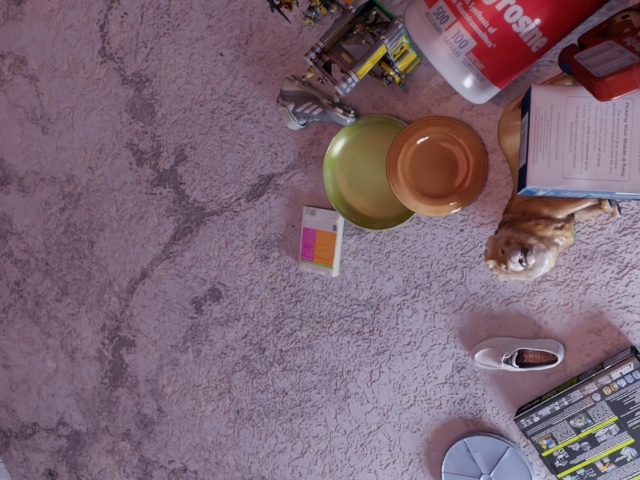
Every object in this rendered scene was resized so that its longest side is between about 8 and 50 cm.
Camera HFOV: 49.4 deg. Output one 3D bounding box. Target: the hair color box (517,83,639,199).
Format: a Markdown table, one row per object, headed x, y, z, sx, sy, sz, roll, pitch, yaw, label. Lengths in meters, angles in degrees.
| x | y | z | sx | sy | sz | roll | pitch | yaw | label |
| --- | --- | --- | --- | --- | --- | --- | --- | --- | --- |
| 0.506 | -0.153 | 1.128 | 0.347 | 0.105 | 0.173 | 4 | 88 | 8 | hair color box |

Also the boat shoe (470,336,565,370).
| x | y | z | sx | sy | sz | roll | pitch | yaw | label |
| --- | --- | --- | --- | --- | --- | --- | --- | --- | --- |
| 0.386 | 0.231 | 1.378 | 0.184 | 0.063 | 0.066 | 0 | 98 | 25 | boat shoe |

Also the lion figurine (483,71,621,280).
| x | y | z | sx | sy | sz | roll | pitch | yaw | label |
| --- | --- | --- | --- | --- | --- | --- | --- | --- | --- |
| 0.403 | -0.127 | 1.293 | 0.240 | 0.142 | 0.392 | -12 | 79 | 34 | lion figurine |

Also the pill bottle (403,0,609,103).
| x | y | z | sx | sy | sz | roll | pitch | yaw | label |
| --- | --- | --- | --- | --- | --- | --- | --- | --- | --- |
| 0.361 | -0.446 | 1.192 | 0.408 | 0.229 | 0.229 | -40 | 81 | 25 | pill bottle |

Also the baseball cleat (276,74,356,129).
| x | y | z | sx | sy | sz | roll | pitch | yaw | label |
| --- | --- | --- | --- | --- | --- | --- | --- | --- | --- |
| -0.012 | -0.271 | 1.483 | 0.206 | 0.072 | 0.109 | 40 | 120 | 32 | baseball cleat |

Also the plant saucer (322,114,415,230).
| x | y | z | sx | sy | sz | roll | pitch | yaw | label |
| --- | --- | --- | --- | --- | --- | --- | --- | --- | --- |
| 0.120 | -0.142 | 1.459 | 0.241 | 0.037 | 0.240 | 4 | 100 | 25 | plant saucer |

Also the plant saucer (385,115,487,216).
| x | y | z | sx | sy | sz | roll | pitch | yaw | label |
| --- | --- | --- | --- | --- | --- | --- | --- | --- | --- |
| 0.229 | -0.146 | 1.372 | 0.200 | 0.037 | 0.199 | 0 | 95 | 4 | plant saucer |

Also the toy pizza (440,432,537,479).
| x | y | z | sx | sy | sz | roll | pitch | yaw | label |
| --- | --- | --- | --- | --- | --- | --- | --- | --- | --- |
| 0.350 | 0.495 | 1.455 | 0.201 | 0.032 | 0.201 | 4 | 100 | 26 | toy pizza |

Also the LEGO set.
| x | y | z | sx | sy | sz | roll | pitch | yaw | label |
| --- | --- | --- | --- | --- | --- | --- | --- | --- | --- |
| 0.021 | -0.392 | 1.347 | 0.331 | 0.255 | 0.192 | 45 | 98 | 3 | LEGO set |

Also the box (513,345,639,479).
| x | y | z | sx | sy | sz | roll | pitch | yaw | label |
| --- | --- | --- | --- | --- | --- | --- | --- | --- | --- |
| 0.543 | 0.361 | 1.329 | 0.270 | 0.060 | 0.216 | -39 | 82 | 25 | box |

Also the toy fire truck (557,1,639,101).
| x | y | z | sx | sy | sz | roll | pitch | yaw | label |
| --- | --- | --- | --- | --- | --- | --- | --- | --- | --- |
| 0.504 | -0.315 | 1.071 | 0.254 | 0.302 | 0.169 | -20 | 114 | 13 | toy fire truck |

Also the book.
| x | y | z | sx | sy | sz | roll | pitch | yaw | label |
| --- | --- | --- | --- | --- | --- | --- | --- | --- | --- |
| 0.000 | 0.000 | 1.541 | 0.096 | 0.035 | 0.144 | 11 | 102 | 26 | book |
